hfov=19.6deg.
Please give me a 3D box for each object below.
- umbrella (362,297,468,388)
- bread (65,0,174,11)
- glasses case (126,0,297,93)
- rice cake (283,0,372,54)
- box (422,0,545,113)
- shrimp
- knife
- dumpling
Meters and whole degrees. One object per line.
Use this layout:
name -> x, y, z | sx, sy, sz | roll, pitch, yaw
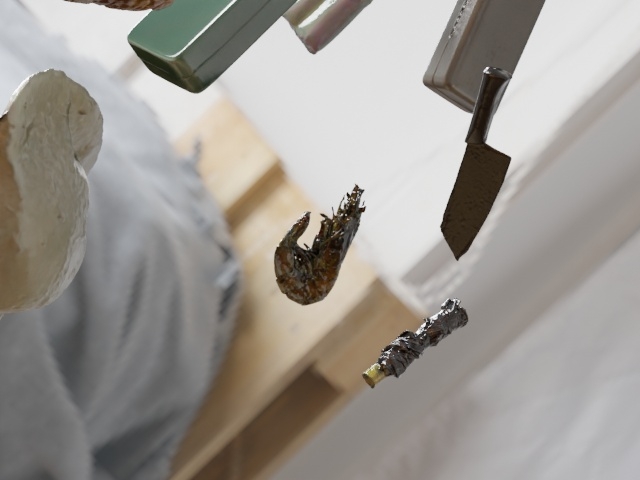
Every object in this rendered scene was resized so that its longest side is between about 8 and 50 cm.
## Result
umbrella -> 0.106, 0.115, 2.063 | 0.037, 0.144, 0.040 | 35, -29, 38
bread -> -0.198, -0.206, 1.215 | 0.233, 0.076, 0.105 | 11, 22, -22
glasses case -> -0.057, -0.192, 1.392 | 0.077, 0.184, 0.039 | 30, -19, 48
rice cake -> 0.017, -0.309, 1.874 | 0.189, 0.198, 0.037 | 53, -3, 22
box -> 0.214, -0.277, 2.251 | 0.103, 0.244, 0.055 | 28, -6, -38
shrimp -> 0.000, 0.000, 2.221 | 0.091, 0.161, 0.034 | 27, 1, -28
knife -> 0.173, -0.077, 1.996 | 0.060, 0.230, 0.028 | 26, 30, 20
dumpling -> -0.272, -0.030, 1.710 | 0.175, 0.243, 0.227 | 58, 35, -1
